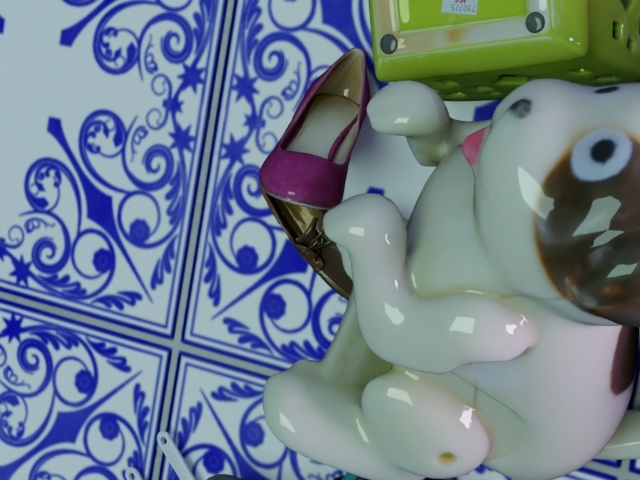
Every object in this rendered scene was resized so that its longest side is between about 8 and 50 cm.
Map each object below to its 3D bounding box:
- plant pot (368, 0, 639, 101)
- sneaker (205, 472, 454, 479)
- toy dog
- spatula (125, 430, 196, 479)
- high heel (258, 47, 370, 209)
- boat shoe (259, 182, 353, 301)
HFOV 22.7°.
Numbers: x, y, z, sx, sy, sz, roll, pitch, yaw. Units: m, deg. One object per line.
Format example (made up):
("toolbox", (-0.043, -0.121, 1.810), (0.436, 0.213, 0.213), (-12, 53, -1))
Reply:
("plant pot", (0.159, -0.243, 1.402), (0.228, 0.207, 0.227), (-4, 91, 29))
("sneaker", (0.022, 0.250, 1.540), (0.295, 0.124, 0.178), (23, 108, 17))
("toy dog", (0.176, 0.036, 1.294), (0.395, 0.284, 0.408), (34, 142, 4))
("spatula", (-0.145, 0.332, 1.698), (0.168, 0.019, 0.242), (-40, 73, 29))
("high heel", (0.005, -0.106, 1.477), (0.082, 0.244, 0.117), (19, 108, 8))
("boat shoe", (0.000, -0.001, 1.578), (0.064, 0.060, 0.178), (-46, 72, 22))
